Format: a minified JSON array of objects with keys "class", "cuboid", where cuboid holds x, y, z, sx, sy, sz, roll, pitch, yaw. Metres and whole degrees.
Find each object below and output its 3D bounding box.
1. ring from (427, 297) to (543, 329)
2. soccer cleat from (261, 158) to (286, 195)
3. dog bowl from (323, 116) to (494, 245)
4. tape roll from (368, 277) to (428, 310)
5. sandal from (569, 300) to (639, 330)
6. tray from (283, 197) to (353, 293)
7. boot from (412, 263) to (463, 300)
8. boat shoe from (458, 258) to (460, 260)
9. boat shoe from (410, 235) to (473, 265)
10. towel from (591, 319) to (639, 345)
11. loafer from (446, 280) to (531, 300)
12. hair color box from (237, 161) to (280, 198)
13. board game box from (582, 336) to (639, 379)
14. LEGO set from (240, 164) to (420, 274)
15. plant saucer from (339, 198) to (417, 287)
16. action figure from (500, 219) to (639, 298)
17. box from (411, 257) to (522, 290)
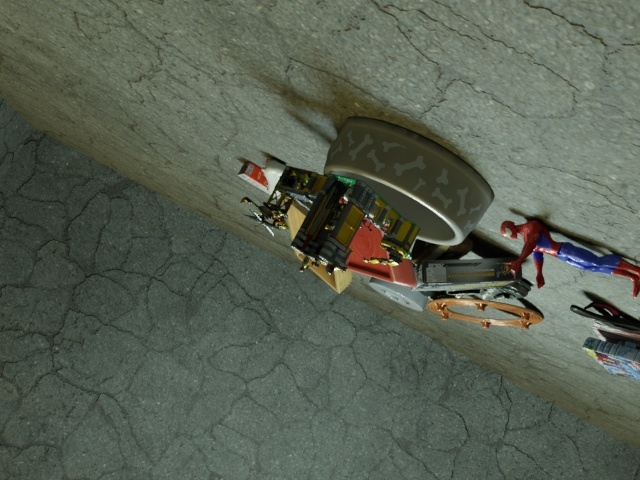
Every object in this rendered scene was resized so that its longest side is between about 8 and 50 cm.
[{"class":"ring","cuboid":[0.481,0.222,2.144,0.336,0.032,0.336,8,166,2]},{"class":"soccer cleat","cuboid":[-0.110,-0.163,2.003,0.076,0.068,0.196,23,167,12]},{"class":"dog bowl","cuboid":[0.161,-0.105,1.433,0.348,0.102,0.349,28,171,5]},{"class":"tape roll","cuboid":[0.287,0.175,2.638,0.219,0.072,0.219,27,171,5]},{"class":"sandal","cuboid":[0.660,0.168,1.679,0.179,0.040,0.067,14,177,-6]},{"class":"tray","cuboid":[0.000,0.000,2.178,0.203,0.076,0.411,41,163,19]},{"class":"boot","cuboid":[0.325,0.119,2.207,0.178,0.085,0.236,33,168,-12]},{"class":"boat shoe","cuboid":[0.332,0.050,1.889,0.046,0.038,0.125,-20,-179,27]},{"class":"boat shoe","cuboid":[0.295,0.025,1.772,0.095,0.095,0.257,23,171,-6]},{"class":"towel","cuboid":[0.774,0.253,1.821,0.144,0.029,0.197,16,165,40]},{"class":"loafer","cuboid":[0.439,0.129,1.925,0.096,0.084,0.267,34,169,-30]},{"class":"hair color box","cuboid":[-0.168,-0.177,2.150,0.141,0.043,0.072,30,170,-20]},{"class":"board game box","cuboid":[0.776,0.296,1.785,0.194,0.060,0.194,12,162,45]},{"class":"LEGO set","cuboid":[0.014,-0.009,1.462,0.331,0.192,0.255,21,168,38]},{"class":"plant saucer","cuboid":[0.110,-0.014,1.761,0.259,0.047,0.258,15,126,57]},{"class":"action figure","cuboid":[0.456,0.056,1.368,0.280,0.139,0.091,28,170,17]},{"class":"box","cuboid":[0.341,0.083,1.738,0.231,0.056,0.183,-1,170,-3]}]
